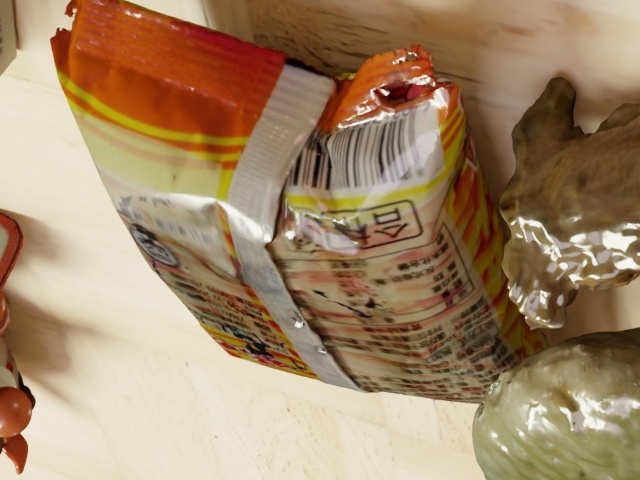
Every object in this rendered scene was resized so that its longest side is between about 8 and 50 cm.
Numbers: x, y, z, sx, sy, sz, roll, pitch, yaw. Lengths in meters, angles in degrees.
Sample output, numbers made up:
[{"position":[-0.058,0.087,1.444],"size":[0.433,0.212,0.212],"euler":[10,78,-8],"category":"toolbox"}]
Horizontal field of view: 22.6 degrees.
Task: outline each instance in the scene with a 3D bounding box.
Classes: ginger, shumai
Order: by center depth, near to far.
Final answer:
[{"position":[0.192,-0.020,0.599],"size":[0.290,0.122,0.084],"euler":[-6,166,39],"category":"ginger"},{"position":[0.177,0.084,0.734],"size":[0.201,0.120,0.201],"euler":[21,151,12],"category":"shumai"}]

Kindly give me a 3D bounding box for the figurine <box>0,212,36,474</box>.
[{"position":[-0.262,0.089,1.084],"size":[0.183,0.160,0.226],"euler":[15,155,23],"category":"figurine"}]

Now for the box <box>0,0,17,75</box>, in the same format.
[{"position":[-0.210,-0.116,0.706],"size":[0.062,0.175,0.260],"euler":[26,148,8],"category":"box"}]

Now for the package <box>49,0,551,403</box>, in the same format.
[{"position":[-0.006,-0.001,0.774],"size":[0.223,0.108,0.288],"euler":[12,147,29],"category":"package"}]
